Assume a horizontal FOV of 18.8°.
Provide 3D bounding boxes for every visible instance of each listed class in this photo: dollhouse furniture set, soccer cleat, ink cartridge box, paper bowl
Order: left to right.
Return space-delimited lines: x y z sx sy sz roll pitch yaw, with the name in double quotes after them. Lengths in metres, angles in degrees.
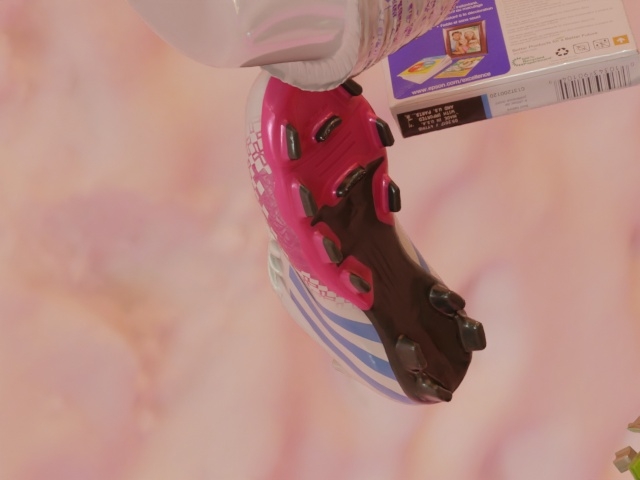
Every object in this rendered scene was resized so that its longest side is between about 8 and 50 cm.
-0.053 -0.216 1.137 0.148 0.284 0.284 -35 129 -20 "paper bowl"
0.000 0.000 1.396 0.116 0.143 0.331 -52 133 -28 "soccer cleat"
0.151 -0.184 1.614 0.208 0.206 0.045 -96 170 -47 "ink cartridge box"
0.335 0.220 1.943 0.152 0.076 0.058 -46 105 -16 "dollhouse furniture set"
